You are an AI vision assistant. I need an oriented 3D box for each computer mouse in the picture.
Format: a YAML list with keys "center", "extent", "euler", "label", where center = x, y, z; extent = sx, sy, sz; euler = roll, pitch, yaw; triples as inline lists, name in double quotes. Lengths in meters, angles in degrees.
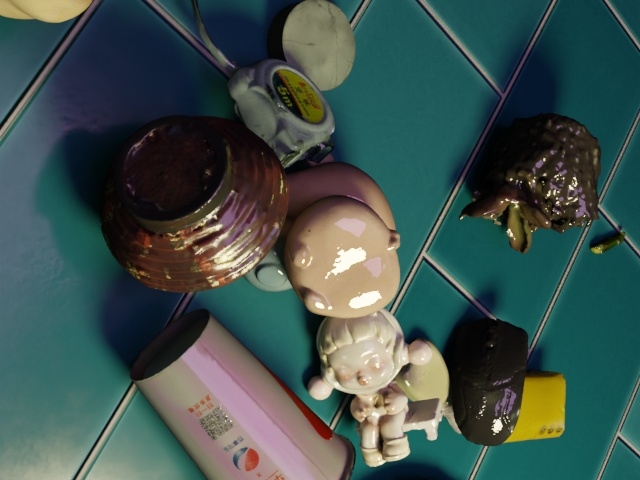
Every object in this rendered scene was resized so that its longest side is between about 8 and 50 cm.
- center: [0.279, 0.229, 1.553]
  extent: [0.073, 0.122, 0.217]
  euler: [70, 28, -60]
  label: "computer mouse"

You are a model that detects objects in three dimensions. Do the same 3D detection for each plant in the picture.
- center: [0.373, -0.093, 1.594]
  extent: [0.204, 0.178, 0.234]
  euler: [35, 67, -34]
  label: "plant"

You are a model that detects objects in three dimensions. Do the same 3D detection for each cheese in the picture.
- center: [0.194, 0.255, 1.564]
  extent: [0.097, 0.037, 0.192]
  euler: [-48, 118, -23]
  label: "cheese"

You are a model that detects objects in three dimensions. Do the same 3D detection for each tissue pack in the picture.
- center: [0.352, 0.291, 1.656]
  extent: [0.169, 0.082, 0.120]
  euler: [5, 88, -37]
  label: "tissue pack"

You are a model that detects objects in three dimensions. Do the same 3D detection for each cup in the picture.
- center: [-0.112, 0.240, 1.257]
  extent: [0.203, 0.203, 0.288]
  euler: [-48, 112, -25]
  label: "cup"

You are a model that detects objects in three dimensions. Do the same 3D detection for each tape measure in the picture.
- center: [-0.096, -0.246, 1.295]
  extent: [0.164, 0.084, 0.330]
  euler: [-9, 65, -59]
  label: "tape measure"

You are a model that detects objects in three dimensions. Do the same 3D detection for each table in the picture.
- center: [-0.013, -0.286, 1.378]
  extent: [0.133, 0.043, 0.133]
  euler: [-2, 94, -37]
  label: "table"

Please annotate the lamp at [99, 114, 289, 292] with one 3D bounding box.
- center: [-0.158, -0.046, 1.179]
  extent: [0.247, 0.247, 0.247]
  euler: [-2, 94, -37]
  label: "lamp"

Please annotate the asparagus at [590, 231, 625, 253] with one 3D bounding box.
- center: [0.571, 0.004, 1.841]
  extent: [0.108, 0.025, 0.021]
  euler: [-21, 95, -34]
  label: "asparagus"

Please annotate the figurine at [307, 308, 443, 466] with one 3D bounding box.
- center: [0.083, 0.193, 1.410]
  extent: [0.144, 0.182, 0.256]
  euler: [-34, 111, -47]
  label: "figurine"

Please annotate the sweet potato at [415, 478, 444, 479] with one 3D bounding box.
- center: [0.162, 0.438, 1.518]
  extent: [0.292, 0.097, 0.097]
  euler: [-4, 95, -37]
  label: "sweet potato"

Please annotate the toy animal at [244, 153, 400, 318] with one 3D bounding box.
- center: [0.020, -0.006, 1.306]
  extent: [0.229, 0.221, 0.210]
  euler: [-35, 115, -29]
  label: "toy animal"

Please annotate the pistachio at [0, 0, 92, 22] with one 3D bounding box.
- center: [-0.345, -0.391, 1.017]
  extent: [0.321, 0.229, 0.238]
  euler: [65, 15, -6]
  label: "pistachio"
